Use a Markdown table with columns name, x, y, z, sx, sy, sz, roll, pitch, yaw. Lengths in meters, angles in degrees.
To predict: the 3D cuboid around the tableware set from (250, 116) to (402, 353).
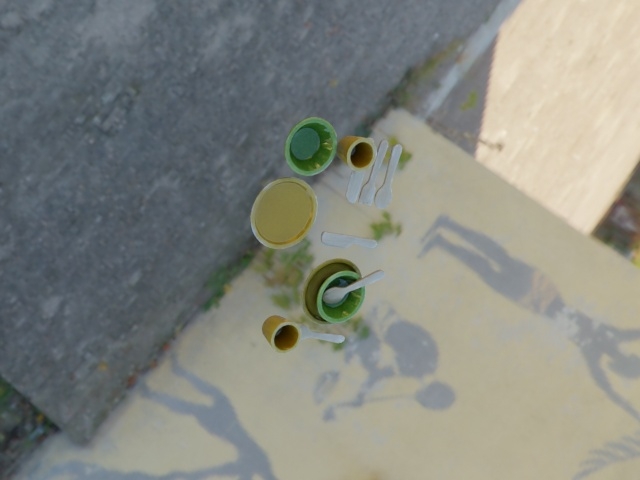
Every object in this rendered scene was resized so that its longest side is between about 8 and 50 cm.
| name | x | y | z | sx | sy | sz | roll | pitch | yaw |
| --- | --- | --- | --- | --- | --- | --- | --- | --- | --- |
| tableware set | 0.000 | 0.000 | 0.694 | 0.104 | 0.024 | 0.154 | 10 | 103 | -34 |
